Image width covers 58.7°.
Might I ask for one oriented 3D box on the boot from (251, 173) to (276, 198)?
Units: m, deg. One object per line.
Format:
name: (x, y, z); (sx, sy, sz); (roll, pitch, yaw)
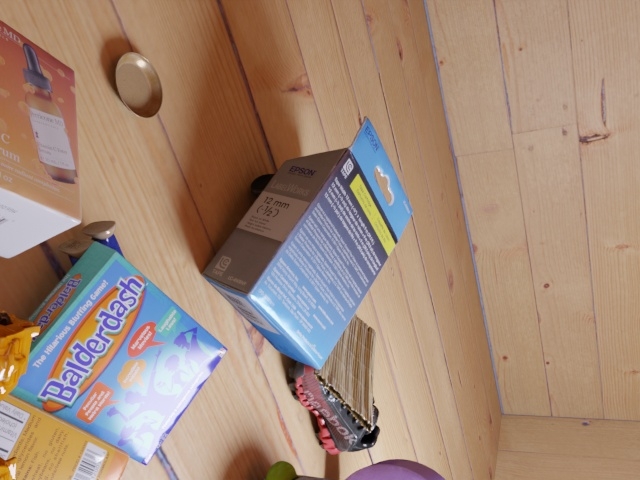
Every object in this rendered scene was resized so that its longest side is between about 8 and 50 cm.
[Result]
boot: (-0.028, -0.012, 1.049); (0.263, 0.091, 0.228); (-16, 106, -59)

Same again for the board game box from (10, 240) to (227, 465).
board game box: (-0.212, 0.127, 0.608); (0.160, 0.047, 0.210); (-56, 137, -20)

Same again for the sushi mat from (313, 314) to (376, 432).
sushi mat: (0.056, 0.213, 1.098); (0.151, 0.019, 0.316); (46, 20, -12)

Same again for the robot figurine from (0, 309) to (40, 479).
robot figurine: (-0.280, 0.129, 0.269); (0.291, 0.085, 0.210); (-8, 109, -66)

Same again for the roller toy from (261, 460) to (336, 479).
roller toy: (-0.027, 0.471, 0.889); (0.209, 0.147, 0.191); (62, 34, -41)

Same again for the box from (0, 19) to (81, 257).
box: (-0.281, -0.091, 0.468); (0.130, 0.091, 0.170); (34, 38, -59)

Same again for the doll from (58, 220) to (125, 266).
doll: (-0.233, 0.078, 0.645); (0.129, 0.046, 0.188); (-57, 141, -51)

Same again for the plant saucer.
plant saucer: (-0.235, -0.196, 0.725); (0.083, 0.015, 0.083); (22, 65, -62)

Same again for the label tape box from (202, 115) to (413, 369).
label tape box: (0.000, 0.000, 0.943); (0.347, 0.115, 0.249); (-58, 140, -22)

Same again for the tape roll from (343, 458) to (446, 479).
tape roll: (0.146, 0.567, 1.085); (0.090, 0.275, 0.274); (26, 62, -60)

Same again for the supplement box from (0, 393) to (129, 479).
supplement box: (-0.278, 0.181, 0.496); (0.233, 0.078, 0.080); (58, 40, -43)

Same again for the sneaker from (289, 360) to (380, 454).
sneaker: (0.036, 0.301, 1.068); (0.097, 0.135, 0.275); (-61, 137, -47)
